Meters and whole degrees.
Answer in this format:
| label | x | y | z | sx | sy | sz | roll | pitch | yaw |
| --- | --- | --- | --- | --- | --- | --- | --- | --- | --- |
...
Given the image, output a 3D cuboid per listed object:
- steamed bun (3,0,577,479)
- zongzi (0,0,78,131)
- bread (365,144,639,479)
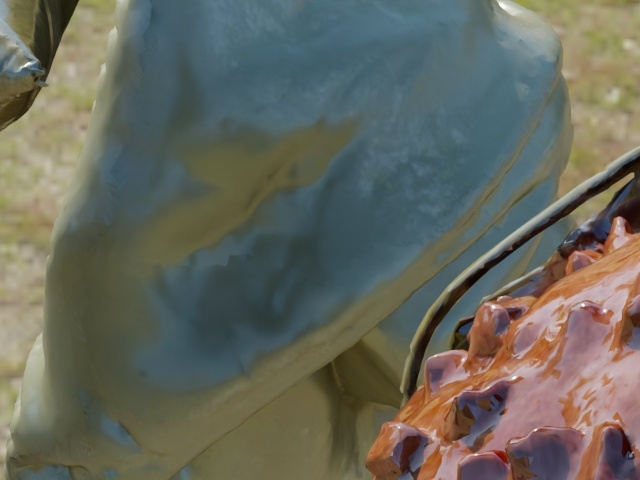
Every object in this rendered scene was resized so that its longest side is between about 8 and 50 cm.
| label | x | y | z | sx | sy | sz | roll | pitch | yaw |
| --- | --- | --- | --- | --- | --- | --- | --- | --- | --- |
| steamed bun | 0.000 | 0.000 | 0.994 | 0.255 | 0.367 | 0.342 | 15 | 19 | 0 |
| zongzi | -0.083 | -0.099 | 0.607 | 0.178 | 0.081 | 0.189 | -1 | 43 | 50 |
| bread | 0.099 | 0.092 | 0.385 | 0.224 | 0.142 | 0.212 | 55 | 21 | 4 |
